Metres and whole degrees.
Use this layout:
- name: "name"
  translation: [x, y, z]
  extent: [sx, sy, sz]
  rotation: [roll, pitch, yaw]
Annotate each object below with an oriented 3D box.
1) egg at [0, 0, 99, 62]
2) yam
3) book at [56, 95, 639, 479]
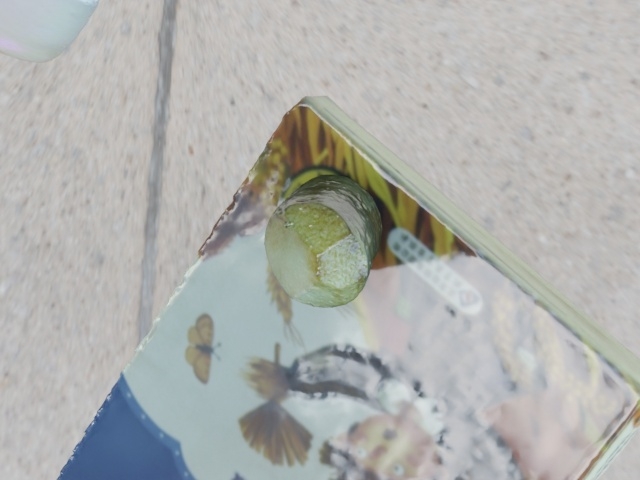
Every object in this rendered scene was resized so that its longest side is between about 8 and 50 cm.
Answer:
- name: "egg"
  translation: [-0.262, -0.258, 1.277]
  extent: [0.162, 0.271, 0.206]
  rotation: [16, 134, -26]
- name: "yam"
  translation: [0.000, 0.000, 1.001]
  extent: [0.070, 0.146, 0.069]
  rotation: [1, 101, 7]
- name: "book"
  translation: [-0.007, 0.157, 1.125]
  extent: [0.300, 0.039, 0.428]
  rotation: [41, 116, 16]
